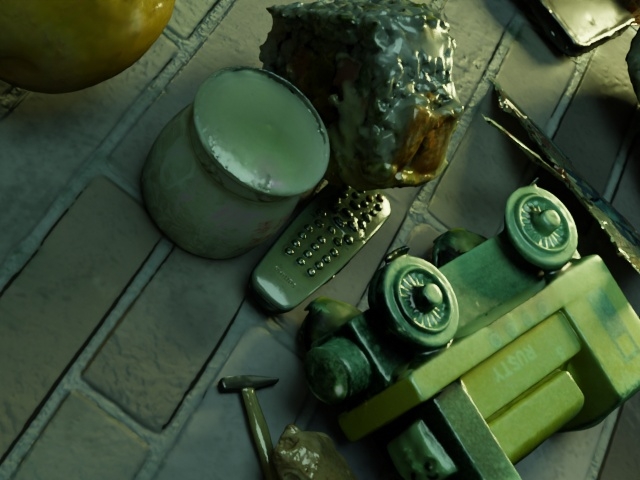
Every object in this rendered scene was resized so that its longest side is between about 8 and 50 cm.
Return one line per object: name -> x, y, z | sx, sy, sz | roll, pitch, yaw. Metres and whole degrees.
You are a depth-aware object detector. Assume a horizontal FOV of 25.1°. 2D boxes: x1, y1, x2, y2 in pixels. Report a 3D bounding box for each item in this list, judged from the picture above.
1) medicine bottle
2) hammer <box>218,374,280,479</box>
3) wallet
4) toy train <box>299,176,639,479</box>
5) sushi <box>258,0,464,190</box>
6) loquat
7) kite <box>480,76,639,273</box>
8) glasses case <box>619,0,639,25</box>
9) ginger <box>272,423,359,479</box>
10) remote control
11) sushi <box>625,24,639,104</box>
medicine bottle -> -0.081, -0.073, 1.364 | 0.147, 0.143, 0.147 | 18, 53, -25
hammer -> -0.039, 0.212, 1.292 | 0.062, 0.013, 0.198 | -2, 62, -35
wallet -> 0.275, -0.378, 1.874 | 0.165, 0.042, 0.309 | -31, 82, -44
toy train -> 0.161, 0.106, 1.406 | 0.397, 0.160, 0.253 | -27, 84, -43
sushi -> 0.029, -0.154, 1.440 | 0.139, 0.184, 0.274 | -7, 20, -41
loquat -> -0.241, -0.254, 1.317 | 0.244, 0.244, 0.243 | 17, 53, -24
kite -> 0.288, -0.056, 1.611 | 0.368, 0.014, 0.406 | 31, 21, -39
glasses case -> 0.397, -0.402, 1.949 | 0.049, 0.075, 0.218 | -10, 67, -35
ginger -> 0.019, 0.234, 1.282 | 0.173, 0.051, 0.069 | 51, 28, -5
remote control -> 0.000, 0.000, 1.439 | 0.072, 0.042, 0.222 | 45, 46, -1
sushi -> 0.508, -0.139, 1.759 | 0.171, 0.211, 0.350 | 10, 51, -60
